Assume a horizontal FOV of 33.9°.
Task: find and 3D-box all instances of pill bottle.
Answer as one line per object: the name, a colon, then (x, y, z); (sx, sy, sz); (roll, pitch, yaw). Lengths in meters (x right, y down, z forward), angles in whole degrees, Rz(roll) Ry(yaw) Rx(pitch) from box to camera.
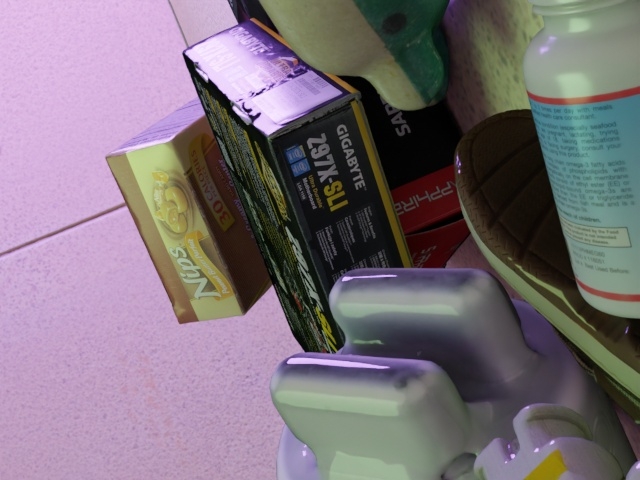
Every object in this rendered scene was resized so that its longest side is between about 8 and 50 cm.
pill bottle: (0.139, -0.053, 0.457); (0.087, 0.087, 0.160); (-134, 23, -68)

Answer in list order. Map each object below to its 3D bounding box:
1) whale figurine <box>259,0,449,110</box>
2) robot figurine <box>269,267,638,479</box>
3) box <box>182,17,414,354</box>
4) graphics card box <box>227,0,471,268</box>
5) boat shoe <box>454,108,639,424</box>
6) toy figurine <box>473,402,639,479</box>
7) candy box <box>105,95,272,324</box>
whale figurine: (0.039, -0.185, 0.688); (0.272, 0.141, 0.216); (30, -150, -62)
robot figurine: (0.105, 0.177, 0.659); (0.200, 0.300, 0.353); (2, 133, 43)
box: (0.000, 0.000, 0.867); (0.257, 0.079, 0.322); (45, 158, 59)
graphics card box: (0.015, -0.148, 0.945); (0.233, 0.094, 0.370); (104, 143, -76)
boat shoe: (0.155, 0.031, 0.566); (0.257, 0.095, 0.095); (59, 174, 43)
toy figurine: (0.169, 0.158, 0.404); (0.148, 0.213, 0.209); (-104, 2, -56)
candy box: (-0.072, -0.070, 1.090); (0.316, 0.088, 0.182); (-48, -59, -54)
